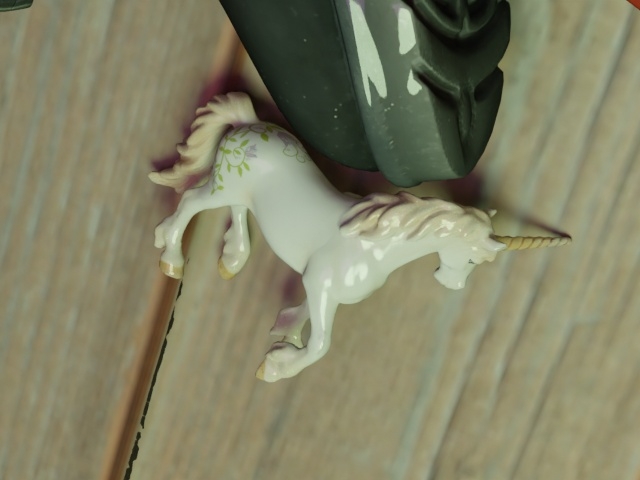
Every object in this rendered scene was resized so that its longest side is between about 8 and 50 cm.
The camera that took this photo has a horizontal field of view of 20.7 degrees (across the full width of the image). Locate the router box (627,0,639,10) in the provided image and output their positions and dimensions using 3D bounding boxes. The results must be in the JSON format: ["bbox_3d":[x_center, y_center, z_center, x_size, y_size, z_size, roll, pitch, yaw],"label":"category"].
[{"bbox_3d":[0.173,-0.207,0.459,0.301,0.082,0.335,37,94,-5],"label":"router box"}]

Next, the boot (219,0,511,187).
[{"bbox_3d":[-0.171,-0.176,0.671,0.445,0.146,0.367,-8,95,21],"label":"boot"}]

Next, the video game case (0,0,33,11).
[{"bbox_3d":[-0.169,-0.245,0.570,0.248,0.035,0.275,24,108,18],"label":"video game case"}]

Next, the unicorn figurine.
[{"bbox_3d":[0.000,0.000,0.714,0.162,0.060,0.111,38,118,6],"label":"unicorn figurine"}]
